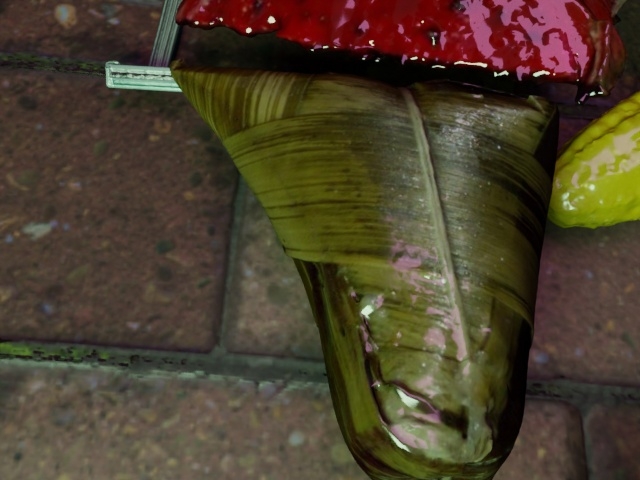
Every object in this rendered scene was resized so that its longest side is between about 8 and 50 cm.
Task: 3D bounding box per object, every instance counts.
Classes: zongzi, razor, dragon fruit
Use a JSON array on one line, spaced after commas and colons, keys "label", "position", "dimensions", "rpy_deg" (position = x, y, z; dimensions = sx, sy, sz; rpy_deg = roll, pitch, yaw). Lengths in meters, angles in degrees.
[{"label": "zongzi", "position": [0.000, 0.000, 0.483], "dimensions": [0.289, 0.134, 0.285], "rpy_deg": [16, 57, 1]}, {"label": "razor", "position": [-0.129, -0.200, 0.635], "dimensions": [0.068, 0.037, 0.191], "rpy_deg": [4, 60, 2]}, {"label": "dragon fruit", "position": [0.076, -0.228, 0.594], "dimensions": [0.344, 0.100, 0.282], "rpy_deg": [11, 35, 16]}]

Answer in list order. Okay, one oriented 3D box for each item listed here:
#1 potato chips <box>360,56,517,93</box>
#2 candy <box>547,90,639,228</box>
[{"label": "potato chips", "position": [0.099, -0.125, 0.625], "dimensions": [0.142, 0.026, 0.209], "rpy_deg": [15, 61, 6]}, {"label": "candy", "position": [0.255, -0.066, 0.567], "dimensions": [0.199, 0.094, 0.106], "rpy_deg": [-25, 105, -12]}]
